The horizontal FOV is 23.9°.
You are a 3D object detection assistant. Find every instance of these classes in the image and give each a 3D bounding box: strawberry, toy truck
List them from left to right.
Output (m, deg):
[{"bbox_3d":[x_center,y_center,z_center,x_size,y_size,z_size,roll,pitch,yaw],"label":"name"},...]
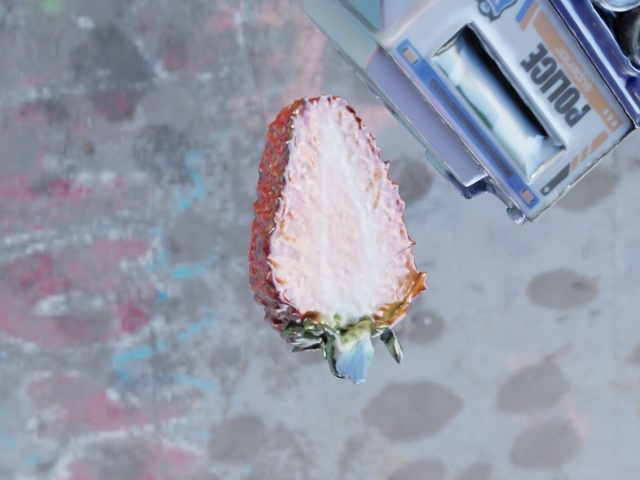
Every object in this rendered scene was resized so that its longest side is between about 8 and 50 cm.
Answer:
[{"bbox_3d":[0.000,0.000,1.511,0.188,0.106,0.286,-10,95,-34],"label":"strawberry"},{"bbox_3d":[0.065,-0.139,0.727,0.155,0.124,0.268,-44,134,4],"label":"toy truck"}]
